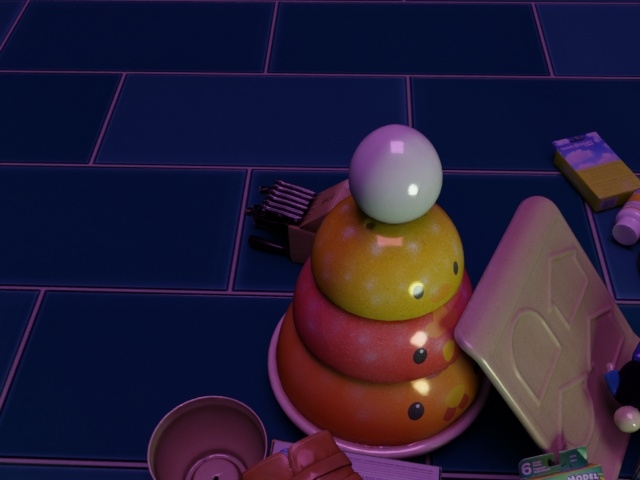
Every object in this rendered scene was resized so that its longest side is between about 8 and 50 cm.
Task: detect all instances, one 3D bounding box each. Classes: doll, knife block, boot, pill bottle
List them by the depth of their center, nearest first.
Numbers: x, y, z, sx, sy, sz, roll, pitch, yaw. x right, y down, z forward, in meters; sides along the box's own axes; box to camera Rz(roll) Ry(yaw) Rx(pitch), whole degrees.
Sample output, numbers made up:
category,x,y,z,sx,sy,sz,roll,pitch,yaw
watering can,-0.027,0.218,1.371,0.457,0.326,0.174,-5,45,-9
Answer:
category,x,y,z,sx,sy,sz,roll,pitch,yaw
boot,0.053,0.338,0.980,0.283,0.109,0.220,-22,56,-7
doll,0.476,0.196,1.128,0.129,0.046,0.189,19,57,41
knife block,0.000,0.000,1.429,0.275,0.242,0.088,44,49,-19
pill bottle,0.585,-0.044,1.453,0.065,0.065,0.116,30,54,26

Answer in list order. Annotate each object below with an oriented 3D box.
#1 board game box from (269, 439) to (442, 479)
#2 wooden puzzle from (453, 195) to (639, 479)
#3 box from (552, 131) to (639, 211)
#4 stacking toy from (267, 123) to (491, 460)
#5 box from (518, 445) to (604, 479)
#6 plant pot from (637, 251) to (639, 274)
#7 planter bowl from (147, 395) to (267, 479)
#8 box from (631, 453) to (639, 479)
category,x,y,z,sx,sy,sz,roll,pitch,yaw
board game box,0.025,0.427,1.008,0.242,0.064,0.316,9,47,4
wooden puzzle,0.342,0.157,1.161,0.080,0.348,0.322,-21,25,48
box,0.545,-0.138,1.559,0.109,0.042,0.178,-14,47,-12
stacking toy,0.086,0.048,1.091,0.350,0.480,0.351,-1,46,1
box,0.329,0.367,1.027,0.105,0.043,0.179,-10,77,-8
plant pot,0.682,0.026,1.355,0.237,0.110,0.237,-1,45,1
planter bowl,-0.151,0.316,1.099,0.162,0.109,0.162,-1,46,1
box,0.488,0.277,1.130,0.027,0.094,0.137,23,51,20
